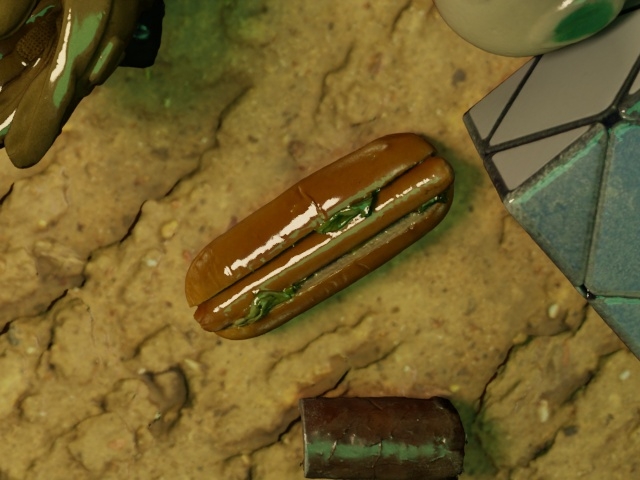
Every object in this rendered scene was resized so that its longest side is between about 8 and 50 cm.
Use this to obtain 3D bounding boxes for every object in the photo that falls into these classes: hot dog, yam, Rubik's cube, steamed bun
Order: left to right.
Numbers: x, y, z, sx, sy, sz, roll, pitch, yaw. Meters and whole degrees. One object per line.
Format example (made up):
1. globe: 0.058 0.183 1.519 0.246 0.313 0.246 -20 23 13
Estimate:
1. hot dog: 0.000 0.000 1.357 0.249 0.068 0.100 -33 113 9
2. yam: 0.052 0.174 1.433 0.141 0.079 0.079 0 113 -6
3. steamed bun: 0.177 -0.242 1.239 0.177 0.131 0.228 31 105 -18
4. Rubik's cube: 0.260 -0.059 1.283 0.205 0.207 0.205 -39 110 12

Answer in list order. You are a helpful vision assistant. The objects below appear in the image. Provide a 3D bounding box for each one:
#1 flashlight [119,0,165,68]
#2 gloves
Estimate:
1. flashlight: -0.236 -0.173 1.258 0.232 0.093 0.093 3 113 -13
2. gloves: -0.177 -0.210 1.152 0.141 0.154 0.331 6 81 -12
